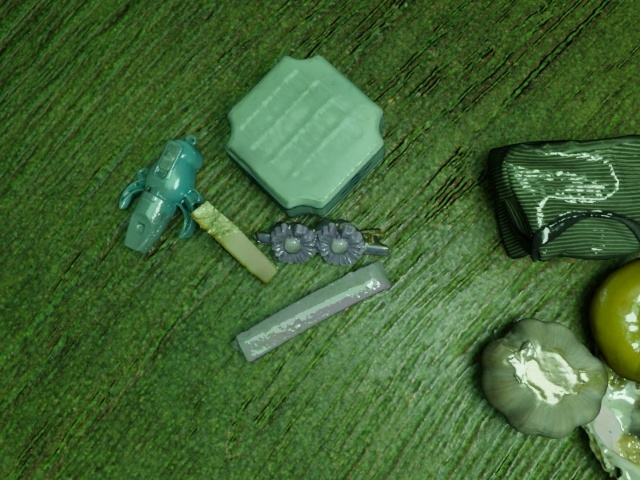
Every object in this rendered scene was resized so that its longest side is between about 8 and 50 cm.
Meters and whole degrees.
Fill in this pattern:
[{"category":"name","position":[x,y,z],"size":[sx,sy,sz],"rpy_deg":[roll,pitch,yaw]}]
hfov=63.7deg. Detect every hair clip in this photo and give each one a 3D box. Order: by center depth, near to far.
[{"category":"hair clip","position":[0.000,0.000,1.079],"size":[0.291,0.085,0.106],"rpy_deg":[0,126,5]}]

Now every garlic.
[{"category":"garlic","position":[0.419,0.265,0.989],"size":[0.227,0.152,0.228],"rpy_deg":[-2,80,10]}]

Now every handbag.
[{"category":"handbag","position":[0.501,-0.080,0.994],"size":[0.340,0.247,0.241],"rpy_deg":[-2,94,0]}]

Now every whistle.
[{"category":"whistle","position":[-0.331,-0.102,1.093],"size":[0.186,0.093,0.274],"rpy_deg":[24,84,17]}]

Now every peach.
[{"category":"peach","position":[0.626,0.150,0.942],"size":[0.251,0.153,0.252],"rpy_deg":[-17,65,40]}]

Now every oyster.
[{"category":"oyster","position":[0.602,0.371,0.991],"size":[0.200,0.107,0.355],"rpy_deg":[8,60,5]}]

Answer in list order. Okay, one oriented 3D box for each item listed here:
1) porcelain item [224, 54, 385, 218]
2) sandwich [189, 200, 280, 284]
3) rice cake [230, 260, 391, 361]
[{"category":"porcelain item","position":[-0.028,-0.208,1.063],"size":[0.281,0.157,0.286],"rpy_deg":[42,87,8]},{"category":"sandwich","position":[-0.172,0.005,1.041],"size":[0.193,0.162,0.058],"rpy_deg":[42,83,6]},{"category":"rice cake","position":[-0.023,0.148,1.071],"size":[0.364,0.056,0.073],"rpy_deg":[-28,81,-2]}]
